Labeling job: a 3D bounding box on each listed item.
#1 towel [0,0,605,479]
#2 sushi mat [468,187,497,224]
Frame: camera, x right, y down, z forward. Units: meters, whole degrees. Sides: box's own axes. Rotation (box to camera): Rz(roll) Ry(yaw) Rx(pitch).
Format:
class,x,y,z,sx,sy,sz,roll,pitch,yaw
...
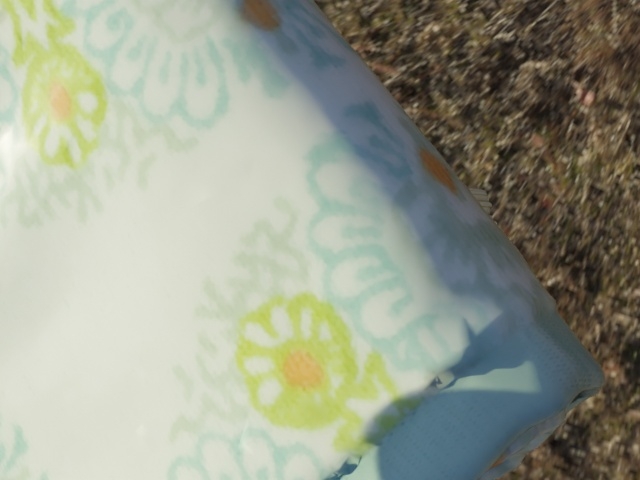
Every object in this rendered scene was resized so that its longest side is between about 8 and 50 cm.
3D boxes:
class,x,y,z,sx,sy,sz,roll,pitch,yaw
towel,-0.124,0.044,0.504,0.374,0.090,0.320,-45,75,23
sushi mat,0.000,0.000,0.925,0.317,0.151,0.019,7,134,-21
